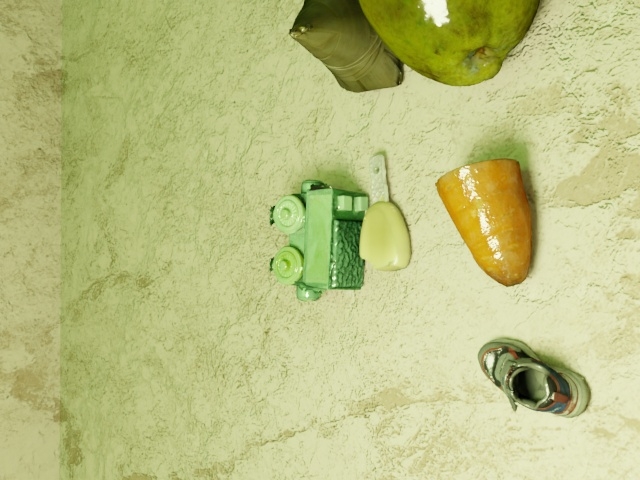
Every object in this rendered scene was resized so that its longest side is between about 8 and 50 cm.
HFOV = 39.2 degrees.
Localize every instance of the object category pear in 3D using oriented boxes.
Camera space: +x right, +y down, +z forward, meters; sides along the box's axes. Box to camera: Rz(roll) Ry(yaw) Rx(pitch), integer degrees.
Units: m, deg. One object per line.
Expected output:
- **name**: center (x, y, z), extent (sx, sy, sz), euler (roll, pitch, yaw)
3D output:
- **pear**: center (0.225, -0.494, 1.652), extent (0.352, 0.352, 0.414), euler (-33, 72, 41)

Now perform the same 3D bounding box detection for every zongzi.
- **zongzi**: center (0.028, -0.551, 1.831), extent (0.181, 0.418, 0.447), euler (-11, 80, 26)

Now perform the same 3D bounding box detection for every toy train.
- **toy train**: center (0.000, 0.000, 1.979), extent (0.188, 0.159, 0.272), euler (0, 87, 38)

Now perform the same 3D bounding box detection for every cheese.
- **cheese**: center (0.129, -0.057, 1.915), extent (0.127, 0.050, 0.256), euler (-17, 73, 46)

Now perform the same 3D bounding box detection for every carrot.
- **carrot**: center (0.313, -0.023, 1.645), extent (0.159, 0.159, 0.225), euler (-21, 80, 45)

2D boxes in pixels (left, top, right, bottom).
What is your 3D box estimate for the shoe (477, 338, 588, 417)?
- **shoe**: center (0.351, 0.248, 1.590), extent (0.227, 0.125, 0.099), euler (23, 106, 45)
